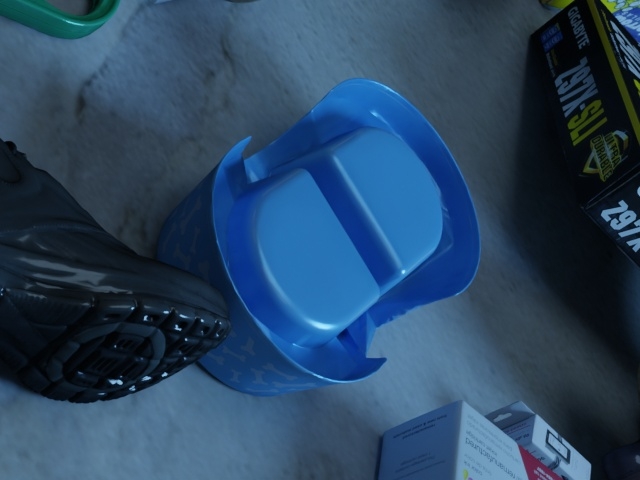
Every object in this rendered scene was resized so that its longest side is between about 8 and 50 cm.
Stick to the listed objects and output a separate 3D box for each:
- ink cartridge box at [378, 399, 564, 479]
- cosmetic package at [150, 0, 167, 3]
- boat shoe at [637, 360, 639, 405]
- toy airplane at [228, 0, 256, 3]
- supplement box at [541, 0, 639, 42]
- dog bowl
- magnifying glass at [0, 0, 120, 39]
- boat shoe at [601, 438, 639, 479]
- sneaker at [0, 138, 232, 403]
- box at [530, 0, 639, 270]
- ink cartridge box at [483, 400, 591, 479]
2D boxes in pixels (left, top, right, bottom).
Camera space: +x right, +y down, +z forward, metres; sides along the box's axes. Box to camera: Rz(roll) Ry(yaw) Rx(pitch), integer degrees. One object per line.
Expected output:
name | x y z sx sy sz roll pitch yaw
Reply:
ink cartridge box | 0.098 0.214 1.043 0.127 0.072 0.175 39 40 -29
cosmetic package | -0.017 -0.325 1.205 0.385 0.156 0.217 -25 86 -54
boat shoe | 0.401 0.151 1.266 0.341 0.110 0.122 20 57 -33
toy airplane | -0.167 -0.336 0.832 0.272 0.386 0.384 -30 129 -70
supplement box | 0.304 -0.411 1.628 0.194 0.195 0.357 9 60 -48
dog bowl | 0.000 0.000 1.069 0.166 0.074 0.297 59 34 -4
magnifying glass | -0.205 -0.161 0.968 0.231 0.026 0.092 -15 78 -56
boat shoe | 0.318 0.163 1.333 0.285 0.103 0.092 -23 90 -49
sneaker | -0.159 0.003 0.846 0.286 0.109 0.130 20 46 -46
box | 0.308 -0.051 1.418 0.257 0.079 0.322 41 23 -23
ink cartridge box | 0.151 0.157 1.171 0.083 0.048 0.028 42 39 -23
